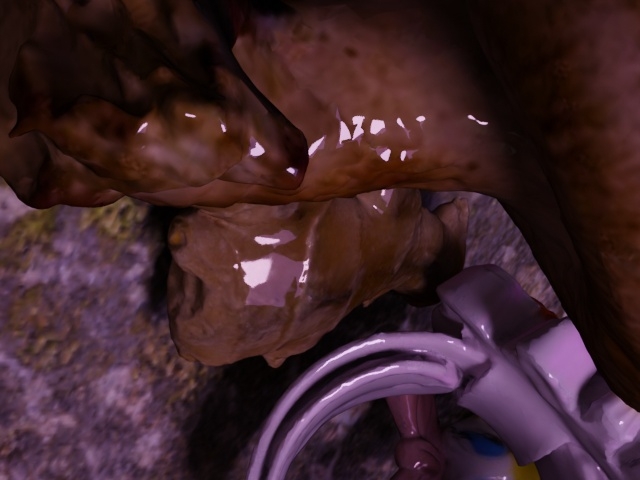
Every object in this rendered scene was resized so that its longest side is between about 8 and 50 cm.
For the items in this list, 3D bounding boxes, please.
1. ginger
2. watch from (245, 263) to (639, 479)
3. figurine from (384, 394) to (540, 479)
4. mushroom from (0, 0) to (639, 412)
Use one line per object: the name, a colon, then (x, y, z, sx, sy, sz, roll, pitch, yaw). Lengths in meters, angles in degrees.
ginger: (0.000, 0.000, 0.791, 0.334, 0.081, 0.148, 9, 97, -55)
watch: (0.083, 0.158, 0.814, 0.231, 0.244, 0.196, -39, 169, -13)
figurine: (0.153, 0.194, 1.083, 0.421, 0.193, 0.154, 48, 42, -60)
mushroom: (0.079, -0.054, 0.604, 0.356, 0.331, 0.334, -43, 150, -11)
